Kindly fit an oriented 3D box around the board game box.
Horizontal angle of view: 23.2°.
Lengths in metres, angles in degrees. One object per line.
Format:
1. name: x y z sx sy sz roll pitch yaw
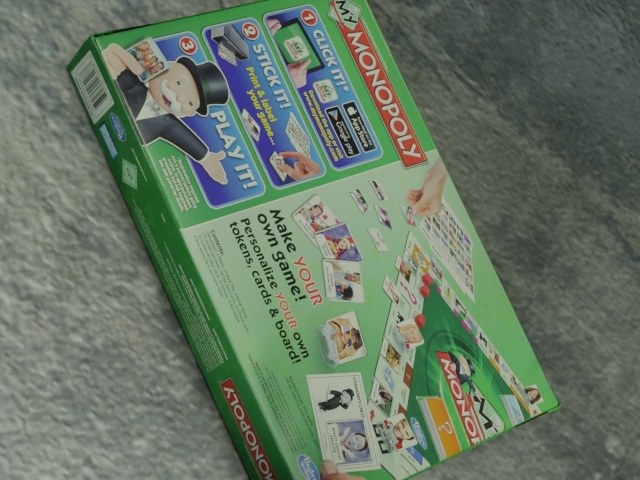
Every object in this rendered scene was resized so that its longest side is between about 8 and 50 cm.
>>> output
1. board game box: 0.000 0.000 0.980 0.213 0.046 0.317 -18 79 -37
